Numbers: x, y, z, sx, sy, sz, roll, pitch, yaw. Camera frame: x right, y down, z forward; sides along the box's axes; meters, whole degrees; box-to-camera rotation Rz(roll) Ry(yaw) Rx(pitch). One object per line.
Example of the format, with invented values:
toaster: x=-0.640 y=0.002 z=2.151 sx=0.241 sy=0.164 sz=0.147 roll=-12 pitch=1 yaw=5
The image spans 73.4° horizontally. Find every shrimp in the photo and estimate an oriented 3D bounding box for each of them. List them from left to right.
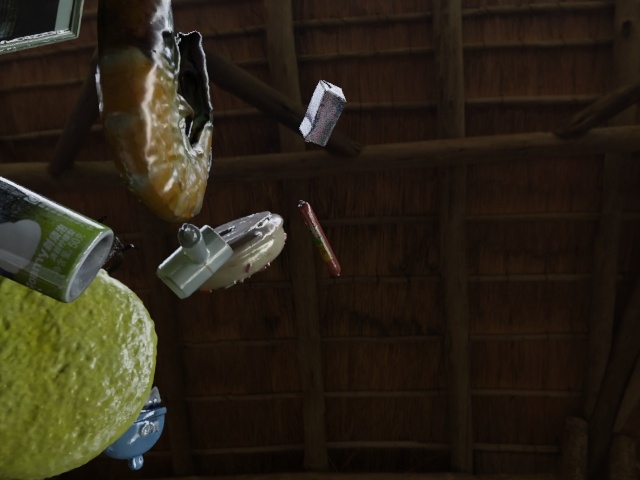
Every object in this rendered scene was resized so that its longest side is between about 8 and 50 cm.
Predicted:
shrimp: x=-0.204 y=-0.246 z=0.579 sx=0.085 sy=0.272 sz=0.444 roll=-4 pitch=-85 yaw=8

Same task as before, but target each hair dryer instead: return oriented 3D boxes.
hair dryer: x=-0.292 y=0.022 z=0.953 sx=0.107 sy=0.357 sz=0.173 roll=42 pitch=-108 yaw=3

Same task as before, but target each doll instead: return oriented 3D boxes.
doll: x=-0.459 y=0.383 z=1.033 sx=0.141 sy=0.177 sz=0.313 roll=-16 pitch=-103 yaw=22

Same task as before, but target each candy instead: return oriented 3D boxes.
candy: x=0.006 y=-0.355 z=1.212 sx=0.073 sy=0.160 sz=0.092 roll=14 pitch=-148 yaw=-24

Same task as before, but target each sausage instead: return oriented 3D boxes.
sausage: x=0.000 y=0.000 z=0.981 sx=0.030 sy=0.223 sz=0.029 roll=-19 pitch=-149 yaw=12

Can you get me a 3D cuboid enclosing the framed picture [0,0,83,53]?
framed picture: x=-0.349 y=-0.336 z=0.490 sx=0.018 sy=0.293 sz=0.231 roll=39 pitch=-139 yaw=-3

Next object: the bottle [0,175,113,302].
bottle: x=-0.390 y=-0.047 z=0.433 sx=0.330 sy=0.093 sz=0.093 roll=28 pitch=-125 yaw=-10

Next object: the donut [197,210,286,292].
donut: x=-0.283 y=0.035 z=1.373 sx=0.383 sy=0.142 sz=0.382 roll=-20 pitch=-165 yaw=6

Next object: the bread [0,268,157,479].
bread: x=-0.491 y=0.233 z=0.781 sx=0.349 sy=0.308 sz=0.347 roll=12 pitch=-117 yaw=-25

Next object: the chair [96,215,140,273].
chair: x=-0.629 y=0.032 z=1.196 sx=0.213 sy=0.174 sz=0.149 roll=0 pitch=-133 yaw=50
